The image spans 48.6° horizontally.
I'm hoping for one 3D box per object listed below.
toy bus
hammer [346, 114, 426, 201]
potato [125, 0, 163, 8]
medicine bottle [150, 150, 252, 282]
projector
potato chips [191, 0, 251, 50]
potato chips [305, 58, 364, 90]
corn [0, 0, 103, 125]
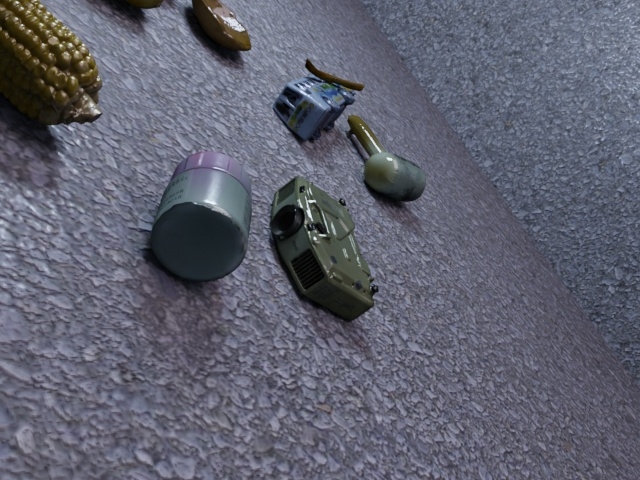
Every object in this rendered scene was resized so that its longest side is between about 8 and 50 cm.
[{"bbox_3d":[-0.010,-0.348,1.799,0.136,0.109,0.330,39,23,1],"label":"toy bus"},{"bbox_3d":[0.153,-0.239,1.926,0.202,0.113,0.305,19,32,-54],"label":"hammer"},{"bbox_3d":[-0.420,-0.579,1.373,0.300,0.140,0.173,38,23,-34],"label":"potato"},{"bbox_3d":[-0.164,-0.038,1.012,0.135,0.135,0.169,38,26,-24],"label":"medicine bottle"},{"bbox_3d":[0.000,0.000,1.301,0.193,0.088,0.270,32,28,-40],"label":"projector"},{"bbox_3d":[-0.247,-0.522,1.692,0.208,0.062,0.195,53,18,13],"label":"potato chips"},{"bbox_3d":[0.036,-0.423,1.840,0.203,0.037,0.026,15,36,-37],"label":"potato chips"},{"bbox_3d":[-0.421,-0.282,0.938,0.347,0.130,0.130,46,23,-1],"label":"corn"}]
